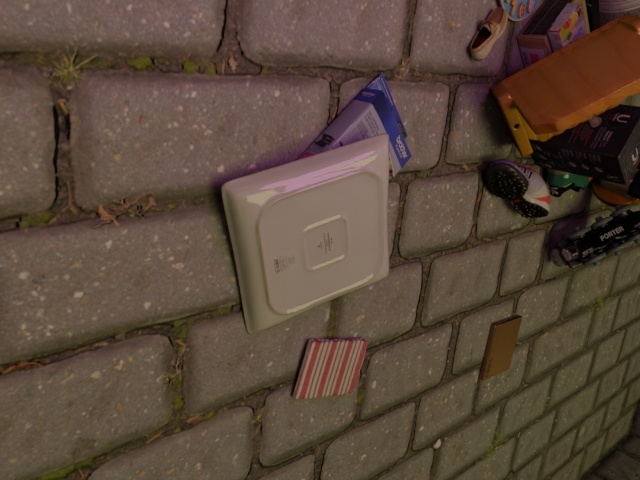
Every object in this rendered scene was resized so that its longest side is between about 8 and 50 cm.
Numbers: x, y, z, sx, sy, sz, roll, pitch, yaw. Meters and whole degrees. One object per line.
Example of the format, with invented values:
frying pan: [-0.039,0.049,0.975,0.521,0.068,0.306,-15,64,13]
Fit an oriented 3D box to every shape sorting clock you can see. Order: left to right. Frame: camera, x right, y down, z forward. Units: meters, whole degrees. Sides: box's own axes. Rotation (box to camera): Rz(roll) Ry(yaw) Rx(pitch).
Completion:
shape sorting clock: [0.491,-0.634,1.392,0.206,0.040,0.206,-19,119,-37]

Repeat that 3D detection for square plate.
square plate: [0.000,0.000,1.121,0.344,0.049,0.347,-21,127,-23]

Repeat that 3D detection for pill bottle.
pill bottle: [0.839,-0.682,1.606,0.176,0.176,0.318,-46,133,-19]

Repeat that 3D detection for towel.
towel: [0.024,0.295,1.354,0.197,0.029,0.144,8,102,-43]

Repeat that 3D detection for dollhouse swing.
dollhouse swing: [0.633,-0.308,1.368,0.347,0.305,0.315,-27,134,16]

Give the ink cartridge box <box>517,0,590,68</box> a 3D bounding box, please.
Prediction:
ink cartridge box: [0.629,-0.504,1.545,0.193,0.088,0.235,-49,134,-15]

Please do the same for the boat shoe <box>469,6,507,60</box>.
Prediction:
boat shoe: [0.391,-0.486,1.352,0.045,0.050,0.135,30,86,-52]

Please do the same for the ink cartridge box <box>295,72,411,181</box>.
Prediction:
ink cartridge box: [0.078,-0.170,1.184,0.311,0.065,0.186,-50,135,-18]

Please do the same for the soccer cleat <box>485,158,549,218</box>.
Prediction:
soccer cleat: [0.552,-0.166,1.623,0.318,0.108,0.116,28,65,-43]

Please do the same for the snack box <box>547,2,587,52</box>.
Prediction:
snack box: [0.619,-0.500,1.448,0.100,0.037,0.141,-52,134,-12]

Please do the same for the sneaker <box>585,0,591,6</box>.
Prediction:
sneaker: [0.698,-0.629,1.571,0.038,0.069,0.098,-51,134,-14]

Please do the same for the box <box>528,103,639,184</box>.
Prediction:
box: [0.740,-0.282,1.614,0.143,0.270,0.165,41,78,-45]

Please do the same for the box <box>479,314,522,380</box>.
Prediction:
box: [0.599,0.354,1.931,0.164,0.021,0.201,-7,112,-42]

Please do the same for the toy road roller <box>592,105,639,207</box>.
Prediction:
toy road roller: [1.067,-0.265,1.997,0.329,0.202,0.240,-58,149,-5]

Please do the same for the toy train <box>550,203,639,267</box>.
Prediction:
toy train: [0.936,-0.005,1.957,0.334,0.142,0.190,-25,170,-12]

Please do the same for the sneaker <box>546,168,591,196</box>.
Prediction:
sneaker: [0.817,-0.226,1.838,0.302,0.108,0.121,-21,122,-27]
